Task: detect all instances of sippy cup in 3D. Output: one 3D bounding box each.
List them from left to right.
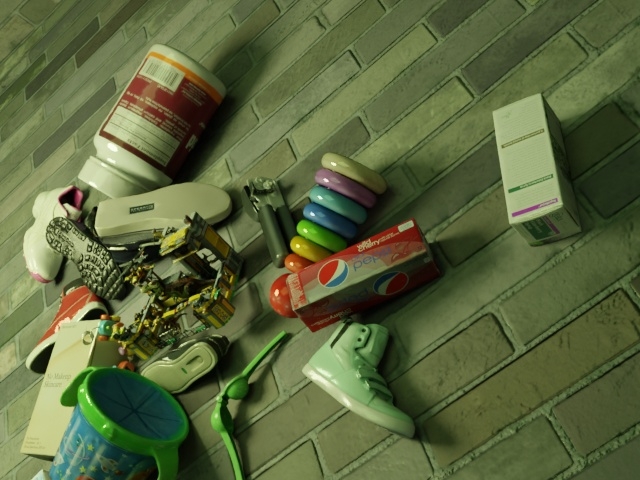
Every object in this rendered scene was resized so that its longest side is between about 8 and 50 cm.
[{"bbox_3d":[-0.419,0.413,1.575,0.224,0.240,0.305,-56,21,12],"label":"sippy cup"}]

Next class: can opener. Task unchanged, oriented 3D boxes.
[{"bbox_3d":[-0.101,-0.038,1.689,0.280,0.074,0.093,-115,36,-44],"label":"can opener"}]

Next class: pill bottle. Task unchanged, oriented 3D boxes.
[{"bbox_3d":[-0.427,-0.275,1.982,0.224,0.224,0.392,26,83,45],"label":"pill bottle"}]

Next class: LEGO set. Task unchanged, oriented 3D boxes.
[{"bbox_3d":[-0.331,0.088,1.666,0.331,0.192,0.255,-20,35,35],"label":"LEGO set"}]

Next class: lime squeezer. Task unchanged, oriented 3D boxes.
[{"bbox_3d":[-0.154,0.314,1.517,0.109,0.059,0.311,-3,63,39],"label":"lime squeezer"}]

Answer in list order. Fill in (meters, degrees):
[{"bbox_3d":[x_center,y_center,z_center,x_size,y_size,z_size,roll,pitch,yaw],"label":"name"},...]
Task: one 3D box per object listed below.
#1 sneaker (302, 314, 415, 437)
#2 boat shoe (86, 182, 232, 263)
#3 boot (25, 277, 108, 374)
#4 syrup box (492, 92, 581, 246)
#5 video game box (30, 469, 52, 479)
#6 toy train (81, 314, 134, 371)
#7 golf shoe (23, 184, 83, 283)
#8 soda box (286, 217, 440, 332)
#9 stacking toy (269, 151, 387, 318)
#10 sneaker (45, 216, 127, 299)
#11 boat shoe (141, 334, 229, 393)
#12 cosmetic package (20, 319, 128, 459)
[{"bbox_3d":[0.089,0.223,1.343,0.256,0.094,0.151,29,82,44],"label":"sneaker"},{"bbox_3d":[-0.367,-0.035,1.874,0.340,0.158,0.127,-5,52,5],"label":"boat shoe"},{"bbox_3d":[-0.654,0.210,1.979,0.244,0.088,0.176,-44,44,-1],"label":"boot"},{"bbox_3d":[0.362,-0.119,1.320,0.096,0.093,0.237,-19,54,30],"label":"syrup box"},{"bbox_3d":[-0.652,0.648,1.736,0.205,0.048,0.187,-44,47,10],"label":"video game box"},{"bbox_3d":[-0.451,0.244,1.751,0.046,0.166,0.125,-4,38,38],"label":"toy train"},{"bbox_3d":[-0.735,-0.029,2.172,0.140,0.115,0.306,-22,54,24],"label":"golf shoe"},{"bbox_3d":[0.075,0.065,1.415,0.263,0.092,0.084,-24,50,10],"label":"soda box"},{"bbox_3d":[0.000,0.000,1.542,0.141,0.141,0.330,27,90,46],"label":"stacking toy"},{"bbox_3d":[-0.565,0.038,2.000,0.283,0.124,0.107,43,105,20],"label":"sneaker"},{"bbox_3d":[-0.286,0.262,1.660,0.233,0.084,0.079,-29,11,33],"label":"boat shoe"},{"bbox_3d":[-0.550,0.346,1.788,0.160,0.113,0.310,-9,60,36],"label":"cosmetic package"}]
